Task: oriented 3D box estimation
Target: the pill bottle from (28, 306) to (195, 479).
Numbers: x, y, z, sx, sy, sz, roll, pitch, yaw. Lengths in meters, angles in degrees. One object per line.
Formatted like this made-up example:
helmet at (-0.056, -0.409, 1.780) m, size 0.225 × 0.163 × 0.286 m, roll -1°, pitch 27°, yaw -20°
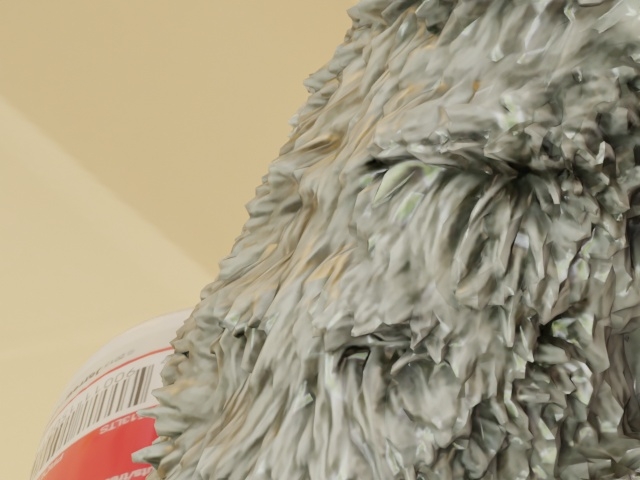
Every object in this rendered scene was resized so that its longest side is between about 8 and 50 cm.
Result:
pill bottle at (-0.052, 0.223, 0.797) m, size 0.229 × 0.229 × 0.407 m, roll 27°, pitch -153°, yaw -12°

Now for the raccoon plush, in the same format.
raccoon plush at (0.000, 0.000, 0.471) m, size 0.446 × 0.299 × 0.216 m, roll -32°, pitch -155°, yaw -25°
